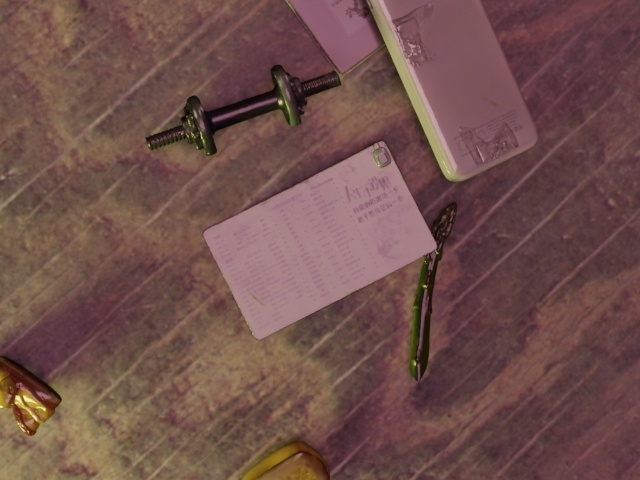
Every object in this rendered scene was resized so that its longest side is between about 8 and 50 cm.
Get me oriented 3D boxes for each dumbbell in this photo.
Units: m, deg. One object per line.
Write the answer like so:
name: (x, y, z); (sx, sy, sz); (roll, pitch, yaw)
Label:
dumbbell: (-0.096, -0.162, 1.844); (0.254, 0.081, 0.081); (-20, 95, -5)

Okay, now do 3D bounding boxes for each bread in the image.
bread: (-0.047, 0.301, 1.884); (0.115, 0.056, 0.082); (-37, 114, 9)

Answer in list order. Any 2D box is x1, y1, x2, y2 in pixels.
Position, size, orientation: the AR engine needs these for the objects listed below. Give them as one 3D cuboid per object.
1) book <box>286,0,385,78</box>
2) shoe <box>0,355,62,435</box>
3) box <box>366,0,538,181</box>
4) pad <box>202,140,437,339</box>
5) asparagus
book: (0.024, -0.317, 1.881); (0.127, 0.014, 0.181); (-36, 96, -3)
shoe: (-0.381, 0.192, 1.837); (0.109, 0.072, 0.069); (30, 84, -6)
box: (0.167, -0.226, 1.876); (0.142, 0.044, 0.285); (-26, 95, -18)
pad: (0.000, 0.000, 1.885); (0.265, 0.009, 0.159); (-27, 91, 0)
asparagus: (0.141, 0.064, 1.905); (0.034, 0.027, 0.236); (10, 90, 14)
